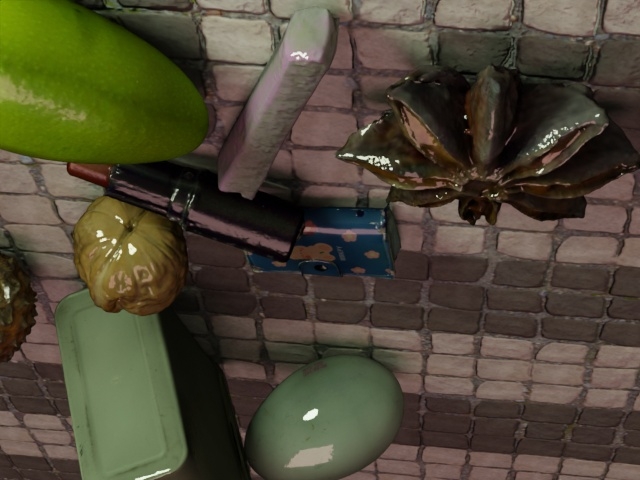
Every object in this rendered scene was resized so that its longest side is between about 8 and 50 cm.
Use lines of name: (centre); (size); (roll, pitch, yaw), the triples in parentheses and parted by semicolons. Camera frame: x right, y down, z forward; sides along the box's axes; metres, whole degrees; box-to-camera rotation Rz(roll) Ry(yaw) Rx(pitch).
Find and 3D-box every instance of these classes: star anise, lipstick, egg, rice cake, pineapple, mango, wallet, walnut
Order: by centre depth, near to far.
mango: (-0.271, -0.162, 1.515); (0.343, 0.156, 0.192); (20, 152, -28)
star anise: (0.184, -0.104, 1.566); (0.331, 0.117, 0.332); (6, 161, 2)
rice cake: (-0.054, -0.145, 1.594); (0.056, 0.073, 0.365); (12, 154, -14)
lipstick: (-0.164, -0.054, 1.760); (0.299, 0.081, 0.081); (21, 151, -3)
wallet: (0.000, 0.001, 1.864); (0.202, 0.059, 0.141); (1, 154, 10)
walnut: (-0.247, 0.021, 1.865); (0.155, 0.155, 0.184); (7, 155, 1)
pineapple: (-0.496, 0.121, 2.121); (0.175, 0.175, 0.361); (9, 161, -4)
egg: (0.005, 0.282, 2.227); (0.264, 0.183, 0.183); (-30, 147, 1)

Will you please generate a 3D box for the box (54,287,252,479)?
box: (-0.240, 0.278, 2.122); (0.177, 0.352, 0.344); (-20, 146, 5)
